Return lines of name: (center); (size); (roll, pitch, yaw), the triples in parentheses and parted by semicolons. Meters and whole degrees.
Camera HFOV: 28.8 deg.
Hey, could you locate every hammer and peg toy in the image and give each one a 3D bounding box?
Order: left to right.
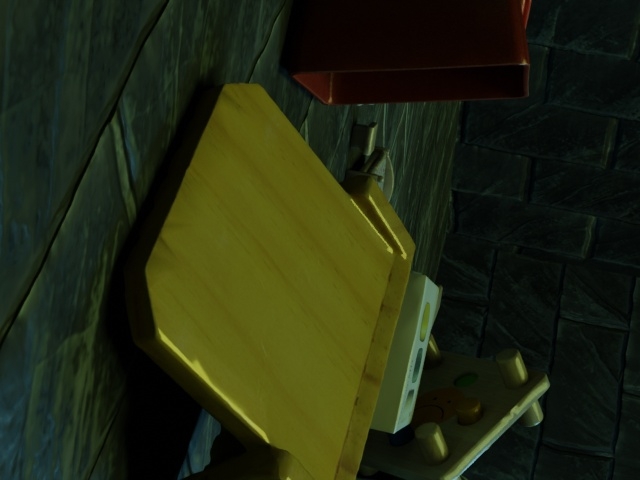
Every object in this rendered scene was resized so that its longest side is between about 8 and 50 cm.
hammer and peg toy: (0.133, 0.257, 1.875); (0.266, 0.361, 0.127); (-38, 116, -31)

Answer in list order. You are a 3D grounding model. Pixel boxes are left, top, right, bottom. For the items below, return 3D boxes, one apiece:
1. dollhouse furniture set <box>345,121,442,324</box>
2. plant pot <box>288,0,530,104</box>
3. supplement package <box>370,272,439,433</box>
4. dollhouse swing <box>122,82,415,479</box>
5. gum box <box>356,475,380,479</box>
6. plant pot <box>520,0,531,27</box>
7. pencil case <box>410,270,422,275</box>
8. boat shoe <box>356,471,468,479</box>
dollhouse furniture set: (0.143, -0.046, 2.145); (0.303, 0.173, 0.356); (-56, 155, -68)
plant pot: (0.112, -0.299, 1.491); (0.267, 0.267, 0.236); (6, 82, -81)
supplement package: (0.033, 0.129, 1.615); (0.262, 0.198, 0.199); (32, 69, -80)
dollhouse swing: (-0.103, 0.080, 1.182); (0.315, 0.305, 0.347); (-29, -147, 44)
gum box: (0.008, 0.364, 1.805); (0.184, 0.157, 0.041); (45, 54, -86)
plant pot: (0.182, -0.397, 1.760); (0.275, 0.243, 0.275); (11, 90, -80)
pencil case: (0.156, 0.199, 2.678); (0.124, 0.113, 0.273); (150, -47, -73)
boat shoe: (0.103, 0.362, 1.970); (0.127, 0.113, 0.340); (-58, -151, -5)
